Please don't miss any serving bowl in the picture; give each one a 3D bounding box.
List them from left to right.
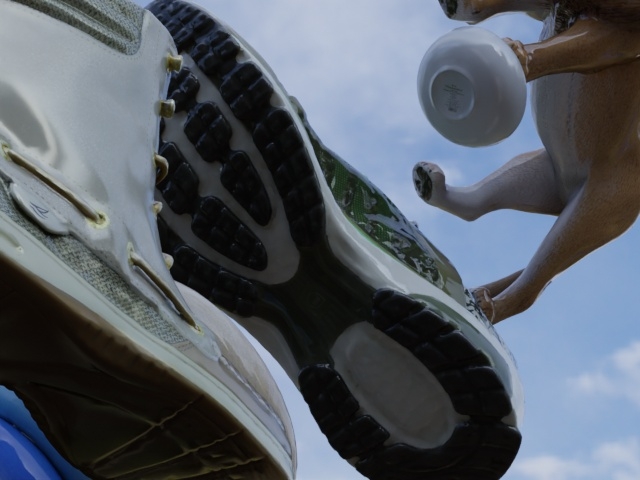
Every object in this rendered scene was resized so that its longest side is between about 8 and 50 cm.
[{"bbox_3d":[0.096,-0.100,1.040,0.083,0.083,0.027,-31,-4,43],"label":"serving bowl"}]

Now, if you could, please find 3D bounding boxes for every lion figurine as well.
[{"bbox_3d":[0.204,-0.105,1.162,0.240,0.142,0.392,-17,-40,-26],"label":"lion figurine"}]

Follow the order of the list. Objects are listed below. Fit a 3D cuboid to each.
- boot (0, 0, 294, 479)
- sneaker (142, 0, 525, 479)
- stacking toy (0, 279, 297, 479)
[{"bbox_3d":[-0.077,-0.003,0.602,0.077,0.165,0.213,-24,-50,29],"label":"boot"},{"bbox_3d":[0.000,0.000,1.115,0.158,0.410,0.182,-39,-4,22],"label":"sneaker"},{"bbox_3d":[-0.167,0.141,0.637,0.330,0.141,0.141,-32,-8,-37],"label":"stacking toy"}]
